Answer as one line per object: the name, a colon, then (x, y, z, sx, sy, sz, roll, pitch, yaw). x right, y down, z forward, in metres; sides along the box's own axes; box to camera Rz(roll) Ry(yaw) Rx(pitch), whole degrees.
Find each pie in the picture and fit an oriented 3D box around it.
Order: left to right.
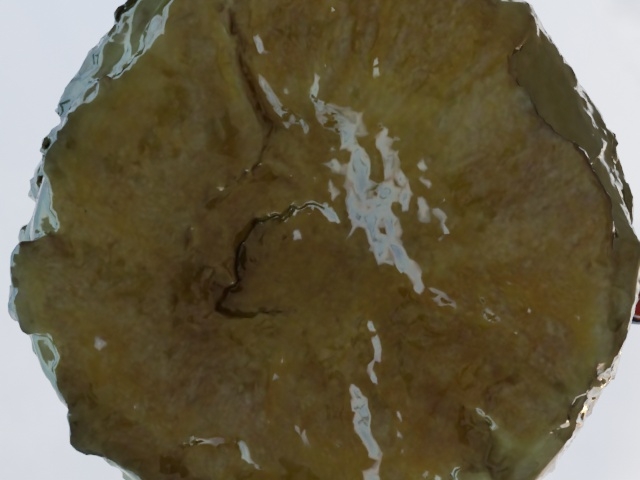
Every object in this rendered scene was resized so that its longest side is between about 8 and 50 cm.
pie: (0.000, 0.000, 0.591, 0.339, 0.339, 0.083, 64, -175, 7)

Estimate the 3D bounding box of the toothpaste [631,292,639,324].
toothpaste: (0.154, 0.031, 0.828, 0.193, 0.045, 0.071, 0, -133, 11)
